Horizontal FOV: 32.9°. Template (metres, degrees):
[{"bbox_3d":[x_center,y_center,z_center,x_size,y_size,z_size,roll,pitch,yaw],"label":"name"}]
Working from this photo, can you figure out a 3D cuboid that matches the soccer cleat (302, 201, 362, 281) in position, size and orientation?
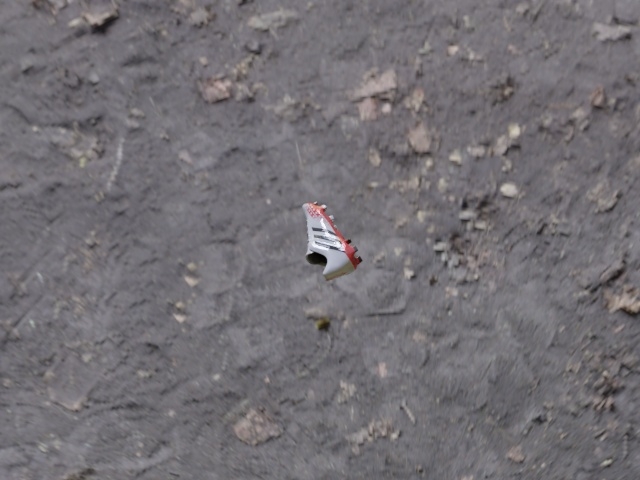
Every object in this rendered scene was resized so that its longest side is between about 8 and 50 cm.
[{"bbox_3d":[0.000,0.000,0.828,0.035,0.029,0.083,-31,46,-8],"label":"soccer cleat"}]
